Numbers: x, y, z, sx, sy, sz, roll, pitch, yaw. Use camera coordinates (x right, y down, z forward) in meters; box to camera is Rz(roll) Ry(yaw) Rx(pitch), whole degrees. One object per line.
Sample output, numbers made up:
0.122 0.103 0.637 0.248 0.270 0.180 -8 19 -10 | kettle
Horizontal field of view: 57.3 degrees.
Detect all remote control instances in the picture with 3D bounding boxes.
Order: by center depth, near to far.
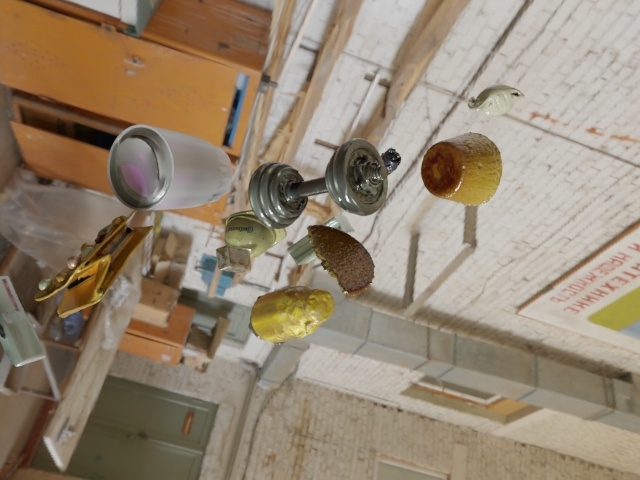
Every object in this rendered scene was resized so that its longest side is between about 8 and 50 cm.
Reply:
-0.536 0.136 1.021 0.029 0.166 0.065 -30 173 22 | remote control

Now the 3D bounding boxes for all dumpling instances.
0.529 -0.439 1.823 0.169 0.099 0.134 -36 -151 -1 | dumpling

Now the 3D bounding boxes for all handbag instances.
-0.675 0.066 1.736 0.401 0.133 0.283 -23 -152 47 | handbag

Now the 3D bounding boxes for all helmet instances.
-0.270 -0.002 2.218 0.258 0.204 0.137 -14 -142 35 | helmet

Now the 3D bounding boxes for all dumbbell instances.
-0.011 -0.129 1.410 0.406 0.179 0.179 -8 -122 42 | dumbbell

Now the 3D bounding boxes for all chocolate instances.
-0.075 0.204 1.594 0.445 0.162 0.162 153 -45 -68 | chocolate

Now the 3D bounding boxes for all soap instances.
0.000 0.000 1.855 0.198 0.066 0.119 -34 169 19 | soap

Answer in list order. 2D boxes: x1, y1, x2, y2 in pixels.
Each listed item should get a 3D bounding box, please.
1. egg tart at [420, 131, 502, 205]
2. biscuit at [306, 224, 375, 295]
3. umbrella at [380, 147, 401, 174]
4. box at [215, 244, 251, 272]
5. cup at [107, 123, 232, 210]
0.360 -0.188 1.553 0.203 0.147 0.202 11 -76 51 | egg tart
0.053 0.039 1.280 0.206 0.126 0.025 60 -38 36 | biscuit
0.183 -0.213 1.822 0.248 0.071 0.070 133 -27 -64 | umbrella
-0.227 0.050 1.535 0.098 0.045 0.062 14 62 -59 | box
-0.466 -0.220 1.864 0.372 0.254 0.253 -6 117 -65 | cup
